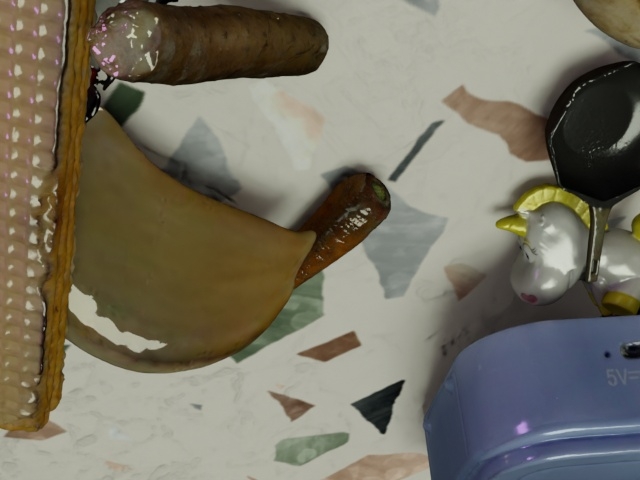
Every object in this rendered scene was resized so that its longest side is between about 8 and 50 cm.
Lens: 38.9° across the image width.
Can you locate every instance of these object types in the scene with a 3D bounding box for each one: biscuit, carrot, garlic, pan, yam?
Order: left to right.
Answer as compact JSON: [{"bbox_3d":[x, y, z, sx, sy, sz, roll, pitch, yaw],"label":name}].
[{"bbox_3d":[-0.214,-0.022,0.613,0.094,0.054,0.379,14,120,1],"label":"biscuit"},{"bbox_3d":[-0.174,-0.023,0.745,0.338,0.151,0.196,40,91,-29],"label":"garlic"},{"bbox_3d":[-0.063,-0.133,0.615,0.057,0.057,0.241,-48,166,26],"label":"yam"},{"bbox_3d":[0.000,0.000,0.850,0.055,0.055,0.161,28,121,-35],"label":"carrot"},{"bbox_3d":[0.246,-0.071,0.837,0.128,0.048,0.202,19,111,-21],"label":"pan"}]

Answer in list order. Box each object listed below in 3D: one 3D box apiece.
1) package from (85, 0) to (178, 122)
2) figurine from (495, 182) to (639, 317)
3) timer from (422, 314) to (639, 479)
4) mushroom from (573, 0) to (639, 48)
[{"bbox_3d":[-0.210,-0.165,0.603,0.269,0.071,0.194,-42,94,20],"label":"package"},{"bbox_3d":[0.255,0.008,0.916,0.178,0.109,0.130,13,122,-8],"label":"figurine"},{"bbox_3d":[0.314,0.198,1.008,0.395,0.173,0.395,-5,150,-3],"label":"timer"},{"bbox_3d":[0.263,-0.224,0.674,0.166,0.127,0.166,5,123,7],"label":"mushroom"}]
